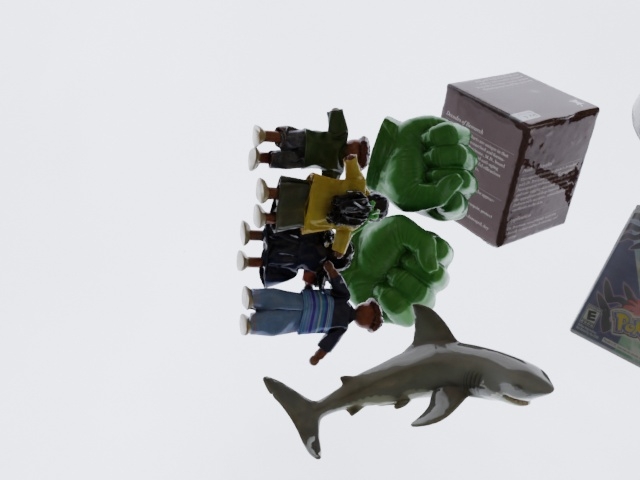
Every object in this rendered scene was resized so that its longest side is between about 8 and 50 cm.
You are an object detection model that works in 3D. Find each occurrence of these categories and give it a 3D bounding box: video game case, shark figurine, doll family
[{"bbox_3d":[0.443,0.080,1.005,0.201,0.023,0.183,28,-83,16],"label":"video game case"},{"bbox_3d":[0.087,0.130,0.862,0.278,0.166,0.116,-10,-82,4],"label":"shark figurine"},{"bbox_3d":[0.000,0.000,0.617,0.111,0.076,0.193,2,-64,-20],"label":"doll family"}]

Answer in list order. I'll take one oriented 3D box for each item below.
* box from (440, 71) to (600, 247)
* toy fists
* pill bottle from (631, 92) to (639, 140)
[{"bbox_3d":[0.287,-0.128,1.242,0.168,0.167,0.203,-16,-52,-34],"label":"box"},{"bbox_3d":[0.116,-0.029,1.045,0.142,0.096,0.279,16,-99,12],"label":"toy fists"},{"bbox_3d":[0.440,-0.197,0.760,0.169,0.301,0.169,8,-131,-9],"label":"pill bottle"}]
